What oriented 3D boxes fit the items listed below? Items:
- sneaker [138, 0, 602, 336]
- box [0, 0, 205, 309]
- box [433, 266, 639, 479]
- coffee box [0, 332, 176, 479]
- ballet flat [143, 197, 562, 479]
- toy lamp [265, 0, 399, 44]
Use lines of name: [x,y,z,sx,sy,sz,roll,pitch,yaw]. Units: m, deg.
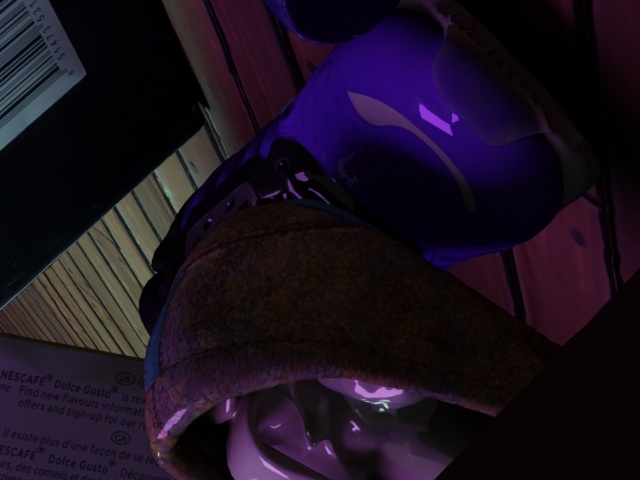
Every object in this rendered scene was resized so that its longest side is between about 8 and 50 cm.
sneaker: [0.001,0.001,0.622,0.102,0.146,0.293,46,166,-4]
box: [-0.251,-0.158,0.825,0.294,0.183,0.296,38,163,30]
box: [0.081,0.142,0.312,0.191,0.381,0.143,22,150,56]
coffee box: [-0.023,0.281,0.857,0.338,0.334,0.337,9,157,8]
ballet flat: [0.099,0.106,0.506,0.348,0.123,0.123,28,165,1]
toy lamp: [-0.083,-0.157,0.559,0.274,0.080,0.080,31,160,33]
